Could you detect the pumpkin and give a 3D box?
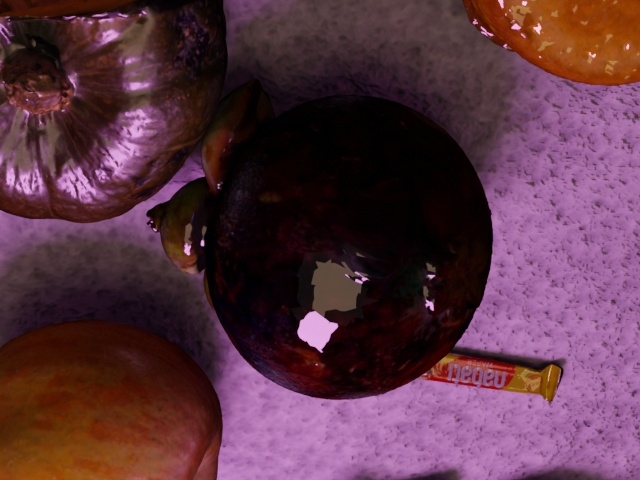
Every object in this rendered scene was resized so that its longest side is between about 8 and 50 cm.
[{"bbox_3d":[-0.226,-0.121,1.137,0.325,0.242,0.232,-10,113,10],"label":"pumpkin"}]

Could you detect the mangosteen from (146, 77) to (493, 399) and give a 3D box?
[{"bbox_3d":[0.011,0.003,1.199,0.311,0.311,0.311,0,122,-1],"label":"mangosteen"}]

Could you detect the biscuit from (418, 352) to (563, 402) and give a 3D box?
[{"bbox_3d":[0.128,0.140,1.427,0.292,0.026,0.048,9,102,-6],"label":"biscuit"}]

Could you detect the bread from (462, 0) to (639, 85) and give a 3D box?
[{"bbox_3d":[0.248,-0.273,1.086,0.312,0.172,0.312,-2,121,-3],"label":"bread"}]

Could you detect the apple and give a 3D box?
[{"bbox_3d":[-0.249,0.224,1.328,0.301,0.301,0.301,0,122,-1],"label":"apple"}]
